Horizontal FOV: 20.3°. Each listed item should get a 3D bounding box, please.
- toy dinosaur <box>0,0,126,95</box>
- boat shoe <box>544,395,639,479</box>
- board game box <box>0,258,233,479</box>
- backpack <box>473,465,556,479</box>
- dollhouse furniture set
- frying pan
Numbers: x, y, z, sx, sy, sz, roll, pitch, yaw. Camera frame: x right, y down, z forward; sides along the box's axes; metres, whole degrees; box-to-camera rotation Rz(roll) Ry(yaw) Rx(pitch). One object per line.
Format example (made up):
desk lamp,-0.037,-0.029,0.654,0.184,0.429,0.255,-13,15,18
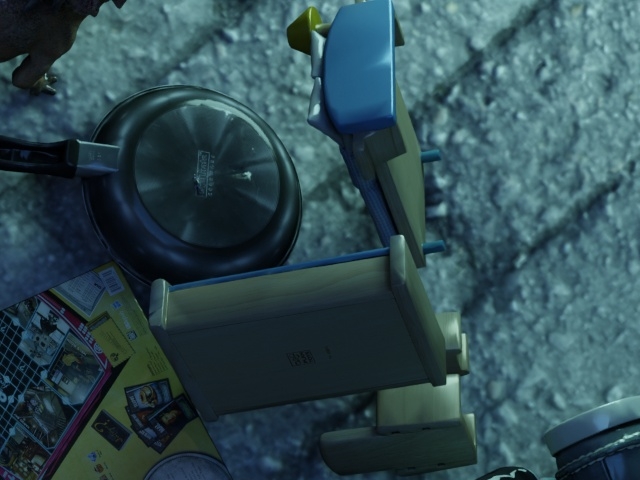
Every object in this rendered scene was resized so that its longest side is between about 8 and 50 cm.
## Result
toy dinosaur,-0.266,-0.188,1.440,0.296,0.200,0.127,-26,82,-15
boat shoe,0.295,0.185,1.435,0.319,0.116,0.099,7,57,-50
board game box,-0.184,0.154,1.429,0.165,0.042,0.243,-24,71,-16
backpack,0.133,0.318,1.375,0.191,0.225,0.253,-17,77,-47
dollhouse furniture set,0.000,0.000,1.482,0.198,0.286,0.303,-9,50,13
frying pan,-0.156,-0.079,1.492,0.326,0.053,0.197,32,61,-10
